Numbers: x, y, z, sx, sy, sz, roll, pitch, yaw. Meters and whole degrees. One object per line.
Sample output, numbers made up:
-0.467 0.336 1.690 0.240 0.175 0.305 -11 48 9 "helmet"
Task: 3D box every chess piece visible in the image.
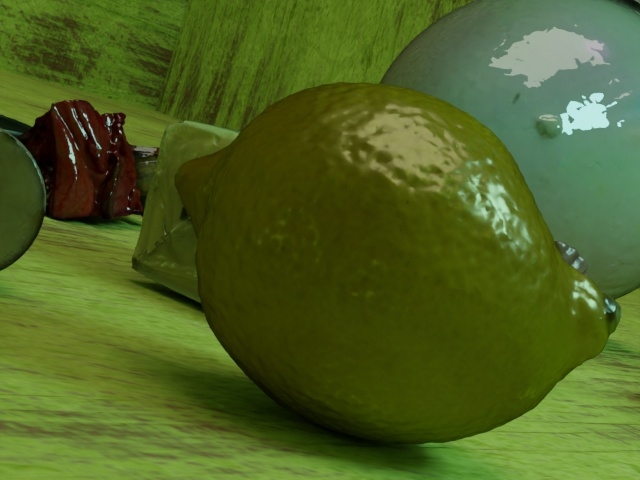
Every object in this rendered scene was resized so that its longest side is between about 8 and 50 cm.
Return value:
-0.218 -0.025 0.985 0.094 0.094 0.170 17 -3 -12 "chess piece"

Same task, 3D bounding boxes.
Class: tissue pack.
0.000 0.000 1.171 0.159 0.125 0.234 21 6 34 "tissue pack"

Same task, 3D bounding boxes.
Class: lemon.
0.034 0.014 0.842 0.244 0.187 0.187 23 6 6 "lemon"

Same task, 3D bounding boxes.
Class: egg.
0.197 -0.086 1.704 0.354 0.355 0.340 22 23 37 "egg"

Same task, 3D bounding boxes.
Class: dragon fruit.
-0.198 -0.042 1.414 0.092 0.122 0.192 62 17 17 "dragon fruit"

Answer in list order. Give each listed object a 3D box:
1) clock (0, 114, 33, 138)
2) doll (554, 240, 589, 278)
-0.371 -0.111 1.531 0.226 0.049 0.226 19 6 -2 "clock"
0.117 0.008 1.335 0.262 0.093 0.211 17 -34 46 "doll"
